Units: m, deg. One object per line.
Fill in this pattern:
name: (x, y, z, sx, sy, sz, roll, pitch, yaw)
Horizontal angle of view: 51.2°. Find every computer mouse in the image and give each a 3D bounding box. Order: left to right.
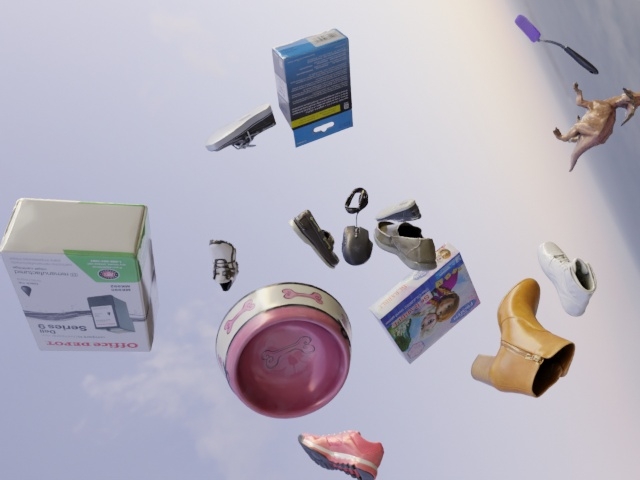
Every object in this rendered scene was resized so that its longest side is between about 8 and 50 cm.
computer mouse: (0.085, -0.041, 1.519, 0.041, 0.071, 0.242, 94, 180, -48)

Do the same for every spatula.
spatula: (0.708, -0.583, 2.003, 0.296, 0.030, 0.084, 33, 179, 5)

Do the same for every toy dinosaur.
toy dinosaur: (0.805, -0.337, 1.918, 0.127, 0.200, 0.295, 36, -102, -45)

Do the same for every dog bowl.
dog bowl: (-0.093, 0.331, 1.917, 0.408, 0.408, 0.150, 55, -176, -23)

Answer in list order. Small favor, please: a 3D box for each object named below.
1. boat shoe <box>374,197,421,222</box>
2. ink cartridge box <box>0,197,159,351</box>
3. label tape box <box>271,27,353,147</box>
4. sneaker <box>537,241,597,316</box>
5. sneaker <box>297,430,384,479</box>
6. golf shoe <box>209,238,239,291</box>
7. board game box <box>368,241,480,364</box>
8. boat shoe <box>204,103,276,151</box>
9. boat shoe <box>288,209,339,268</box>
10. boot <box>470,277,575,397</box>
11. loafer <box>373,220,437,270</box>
boat shoe: (0.286, -0.094, 2.515, 0.084, 0.233, 0.079, -47, -72, -29)
ink cartridge box: (-0.401, 0.071, 1.162, 0.289, 0.211, 0.121, 98, 172, -49)
label tape box: (-0.022, -0.509, 2.243, 0.106, 0.241, 0.333, 50, 155, 42)
sneaker: (0.828, 0.087, 2.223, 0.169, 0.108, 0.292, 93, 164, -52)
sneaker: (0.072, 0.677, 2.179, 0.136, 0.314, 0.116, -53, -43, -33)
golf shoe: (-0.287, 0.075, 1.986, 0.198, 0.077, 0.094, 75, -161, -51)
board game box: (0.338, 0.205, 2.104, 0.066, 0.319, 0.318, 46, 174, 42)
boat shoe: (-0.283, -0.384, 2.422, 0.306, 0.113, 0.105, -43, -57, -35)
boat shoe: (0.000, 0.000, 1.838, 0.228, 0.069, 0.081, 47, -176, -44)
boot: (0.467, 0.207, 1.442, 0.104, 0.211, 0.295, 44, -111, -20)
loafer: (0.209, -0.006, 1.608, 0.251, 0.094, 0.087, -141, 52, -59)
